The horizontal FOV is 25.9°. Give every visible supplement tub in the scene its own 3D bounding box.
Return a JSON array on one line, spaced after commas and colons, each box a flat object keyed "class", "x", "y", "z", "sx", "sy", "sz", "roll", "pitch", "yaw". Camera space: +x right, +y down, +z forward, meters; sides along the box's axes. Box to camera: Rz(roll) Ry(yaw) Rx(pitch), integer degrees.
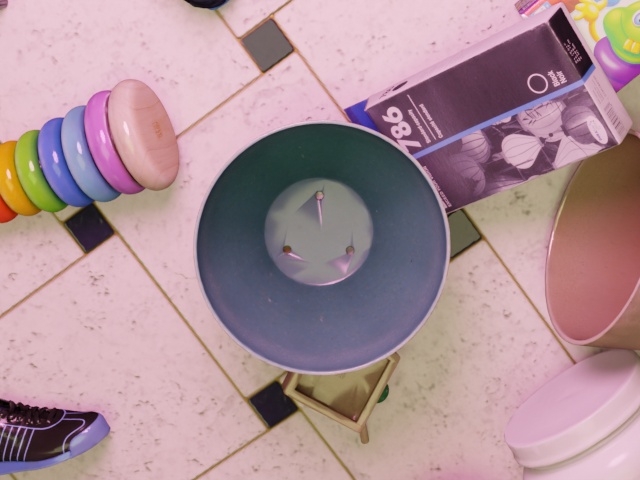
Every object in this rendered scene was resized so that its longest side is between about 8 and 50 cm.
[{"class": "supplement tub", "x": 0.390, "y": 0.313, "z": 1.700, "sx": 0.228, "sy": 0.228, "sz": 0.316, "roll": -34, "pitch": 99, "yaw": 12}]

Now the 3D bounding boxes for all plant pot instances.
[{"class": "plant pot", "x": 0.000, "y": 0.000, "z": 1.662, "sx": 0.290, "sy": 0.195, "sz": 0.290, "roll": 0, "pitch": 96, "yaw": -1}, {"class": "plant pot", "x": 0.445, "y": 0.028, "z": 1.635, "sx": 0.274, "sy": 0.256, "sz": 0.256, "roll": 15, "pitch": 105, "yaw": -15}]

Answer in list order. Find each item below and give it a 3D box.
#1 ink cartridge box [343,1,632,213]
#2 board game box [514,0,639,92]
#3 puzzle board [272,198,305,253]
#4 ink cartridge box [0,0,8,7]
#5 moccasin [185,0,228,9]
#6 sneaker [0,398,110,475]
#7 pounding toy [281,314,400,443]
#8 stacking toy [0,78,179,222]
[{"class": "ink cartridge box", "x": 0.177, "y": -0.133, "z": 1.616, "sx": 0.332, "sy": 0.065, "sz": 0.165, "roll": -23, "pitch": 107, "yaw": 40}, {"class": "board game box", "x": 0.376, "y": -0.301, "z": 1.595, "sx": 0.275, "sy": 0.142, "sz": 0.144, "roll": -40, "pitch": 97, "yaw": 13}, {"class": "puzzle board", "x": -0.078, "y": 0.004, "z": 1.779, "sx": 0.096, "sy": 0.011, "sz": 0.128, "roll": 12, "pitch": 104, "yaw": 3}, {"class": "ink cartridge box", "x": -0.546, "y": -0.375, "z": 1.704, "sx": 0.239, "sy": 0.060, "sz": 0.275, "roll": -20, "pitch": 101, "yaw": 8}, {"class": "moccasin", "x": -0.208, "y": -0.425, "z": 1.630, "sx": 0.138, "sy": 0.117, "sz": 0.342, "roll": -41, "pitch": 97, "yaw": 13}, {"class": "sneaker", "x": -0.396, "y": 0.249, "z": 1.831, "sx": 0.232, "sy": 0.081, "sz": 0.090, "roll": -15, "pitch": 109, "yaw": 10}, {"class": "pounding toy", "x": 0.033, "y": 0.181, "z": 1.779, "sx": 0.141, "sy": 0.100, "sz": 0.130, "roll": 28, "pitch": 90, "yaw": -5}, {"class": "stacking toy", "x": -0.348, "y": -0.086, "z": 1.733, "sx": 0.330, "sy": 0.141, "sz": 0.141, "roll": -18, "pitch": 102, "yaw": 16}]
